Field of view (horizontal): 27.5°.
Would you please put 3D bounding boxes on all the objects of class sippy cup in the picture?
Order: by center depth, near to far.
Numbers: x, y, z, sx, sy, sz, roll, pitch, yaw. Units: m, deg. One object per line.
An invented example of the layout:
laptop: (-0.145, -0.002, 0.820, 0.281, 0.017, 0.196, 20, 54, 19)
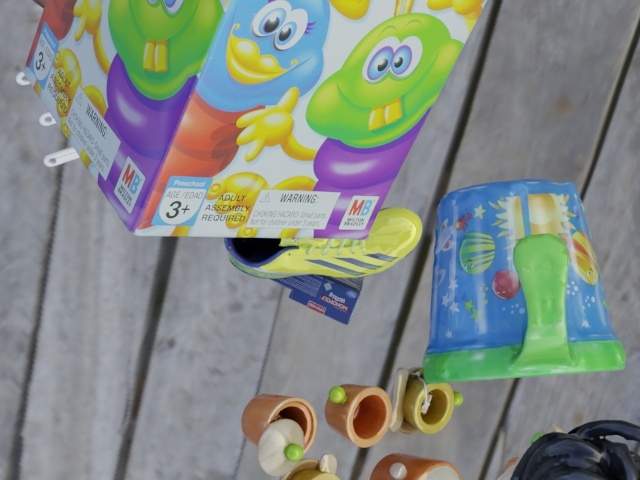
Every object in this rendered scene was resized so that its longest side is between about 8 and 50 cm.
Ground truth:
sippy cup: (0.227, 0.049, 1.524, 0.305, 0.240, 0.224, -12, 80, 53)

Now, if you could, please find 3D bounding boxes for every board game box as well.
board game box: (-0.010, -0.152, 0.591, 0.144, 0.142, 0.275, 50, 126, 38)
board game box: (-0.007, 0.056, 2.040, 0.194, 0.194, 0.060, 25, 100, 14)

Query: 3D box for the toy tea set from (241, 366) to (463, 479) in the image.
toy tea set: (0.058, 0.257, 1.525, 0.124, 0.336, 0.200, 13, 99, 49)

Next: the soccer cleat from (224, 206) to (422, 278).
soccer cleat: (0.000, 0.001, 1.861, 0.289, 0.121, 0.093, -8, 68, 20)

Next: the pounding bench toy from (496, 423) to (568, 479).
pounding bench toy: (0.140, 0.145, 0.774, 0.052, 0.083, 0.065, -46, 60, 5)

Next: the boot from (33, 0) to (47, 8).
boot: (-0.285, -0.384, 1.934, 0.264, 0.096, 0.280, -40, 101, -6)

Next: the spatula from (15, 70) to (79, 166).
spatula: (-0.224, -0.178, 1.525, 0.242, 0.019, 0.168, -18, 133, -8)

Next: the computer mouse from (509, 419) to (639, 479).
computer mouse: (0.149, 0.183, 0.472, 0.262, 0.060, 0.184, 34, 141, -2)
